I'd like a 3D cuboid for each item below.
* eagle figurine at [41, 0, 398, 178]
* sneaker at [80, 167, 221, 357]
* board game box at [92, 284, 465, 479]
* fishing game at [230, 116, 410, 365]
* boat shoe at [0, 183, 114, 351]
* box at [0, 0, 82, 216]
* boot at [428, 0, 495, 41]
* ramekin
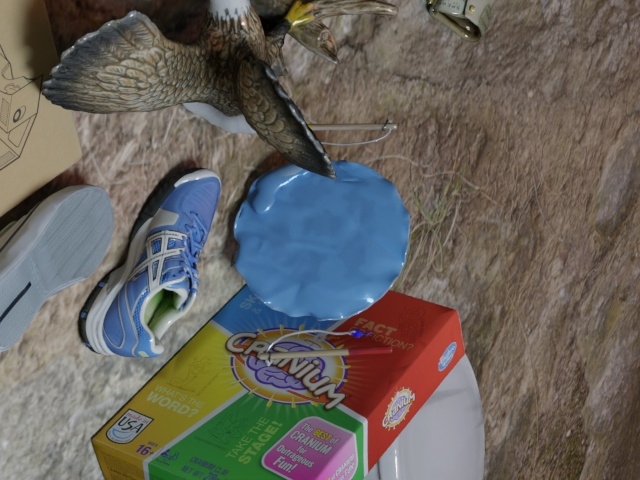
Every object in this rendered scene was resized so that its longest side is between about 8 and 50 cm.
[{"bbox_3d":[-0.086,-0.152,1.236,0.225,0.226,0.298,53,31,-22],"label":"eagle figurine"},{"bbox_3d":[-0.143,0.025,1.358,0.211,0.081,0.080,-63,145,-18],"label":"sneaker"},{"bbox_3d":[-0.037,0.157,1.432,0.316,0.242,0.064,-46,138,-37],"label":"board game box"},{"bbox_3d":[0.000,0.000,1.463,0.041,0.189,0.264,68,18,-69],"label":"fishing game"},{"bbox_3d":[-0.256,0.015,1.193,0.226,0.076,0.083,-51,136,-57],"label":"boat shoe"},{"bbox_3d":[-0.274,-0.117,1.152,0.164,0.021,0.201,-42,135,-40],"label":"box"},{"bbox_3d":[0.176,-0.347,1.684,0.165,0.077,0.213,-65,150,-9],"label":"boot"},{"bbox_3d":[0.094,0.245,1.721,0.273,0.127,0.273,12,77,-61],"label":"ramekin"}]
